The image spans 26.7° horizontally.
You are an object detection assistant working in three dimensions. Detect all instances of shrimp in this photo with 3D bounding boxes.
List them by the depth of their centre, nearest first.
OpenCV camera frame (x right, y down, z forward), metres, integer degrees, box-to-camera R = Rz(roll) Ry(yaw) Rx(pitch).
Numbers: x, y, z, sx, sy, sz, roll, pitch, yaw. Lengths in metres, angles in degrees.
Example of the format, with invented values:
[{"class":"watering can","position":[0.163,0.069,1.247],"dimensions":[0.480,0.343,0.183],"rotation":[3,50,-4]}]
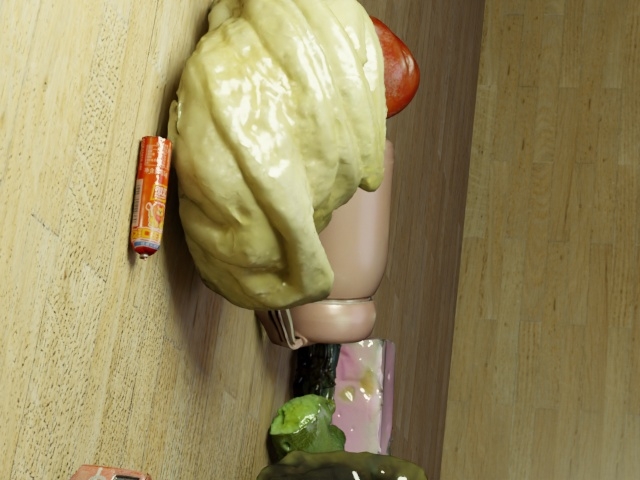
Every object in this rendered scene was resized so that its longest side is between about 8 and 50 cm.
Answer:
[{"class":"shrimp","position":[-0.009,0.127,2.073],"dimensions":[0.178,0.075,0.289],"rotation":[60,35,-52]}]

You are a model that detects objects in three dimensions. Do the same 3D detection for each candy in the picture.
[{"class":"candy","position":[0.062,0.294,2.295],"dimensions":[0.155,0.116,0.265],"rotation":[7,86,-76]}]

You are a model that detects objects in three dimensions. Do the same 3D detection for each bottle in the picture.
[{"class":"bottle","position":[0.000,0.000,1.902],"dimensions":[0.206,0.173,0.297],"rotation":[-3,100,-45]}]

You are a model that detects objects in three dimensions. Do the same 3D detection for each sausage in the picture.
[{"class":"sausage","position":[-0.176,-0.042,1.397],"dimensions":[0.034,0.034,0.129],"rotation":[43,51,-73]}]

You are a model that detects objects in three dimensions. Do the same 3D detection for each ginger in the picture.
[{"class":"ginger","position":[-0.012,0.351,2.016],"dimensions":[0.137,0.089,0.290],"rotation":[-41,136,-50]}]

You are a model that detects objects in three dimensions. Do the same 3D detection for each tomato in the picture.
[{"class":"tomato","position":[0.061,-0.263,2.076],"dimensions":[0.151,0.187,0.187],"rotation":[-57,154,-22]}]

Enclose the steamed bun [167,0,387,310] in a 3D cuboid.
[{"class":"steamed bun","position":[-0.039,-0.120,1.544],"dimensions":[0.325,0.230,0.372],"rotation":[87,8,-55]}]

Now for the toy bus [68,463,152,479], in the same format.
[{"class":"toy bus","position":[-0.217,0.287,1.161],"dimensions":[0.235,0.096,0.073],"rotation":[-68,154,-58]}]

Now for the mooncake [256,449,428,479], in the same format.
[{"class":"mooncake","position":[-0.012,0.405,1.723],"dimensions":[0.394,0.246,0.393],"rotation":[74,22,-49]}]
